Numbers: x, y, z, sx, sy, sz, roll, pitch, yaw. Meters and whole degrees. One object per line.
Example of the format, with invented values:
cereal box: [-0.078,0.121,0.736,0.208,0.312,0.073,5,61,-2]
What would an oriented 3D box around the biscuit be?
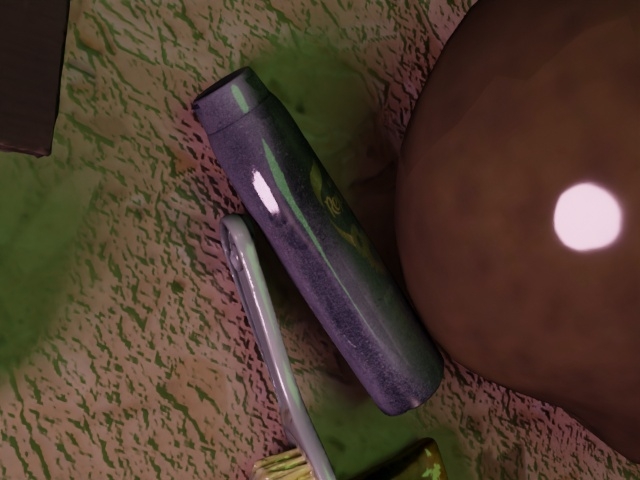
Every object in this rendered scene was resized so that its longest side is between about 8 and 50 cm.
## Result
biscuit: [0.056,0.181,0.932,0.083,0.018,0.081,-24,97,-35]

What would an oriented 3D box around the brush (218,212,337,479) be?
brush: [-0.026,0.130,0.865,0.060,0.068,0.296,-19,90,-14]

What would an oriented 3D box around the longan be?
longan: [0.252,-0.029,0.919,0.405,0.336,0.404,-6,111,-15]

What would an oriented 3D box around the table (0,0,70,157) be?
table: [-0.282,-0.123,0.601,0.282,0.251,0.196,12,75,-34]

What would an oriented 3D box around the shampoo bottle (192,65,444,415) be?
shampoo bottle: [0.000,0.000,0.891,0.233,0.049,0.087,58,19,-13]
